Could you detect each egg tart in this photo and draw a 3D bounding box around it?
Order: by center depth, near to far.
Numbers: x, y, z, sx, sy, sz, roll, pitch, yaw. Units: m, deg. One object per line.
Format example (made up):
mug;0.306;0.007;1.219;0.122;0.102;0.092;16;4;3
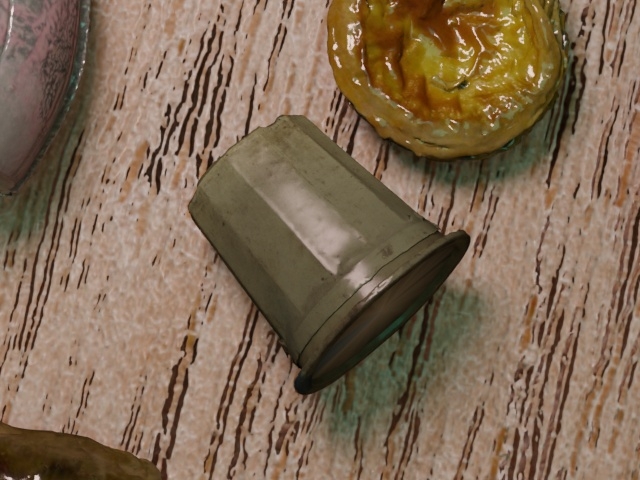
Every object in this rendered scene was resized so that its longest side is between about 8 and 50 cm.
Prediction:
egg tart;0.123;-0.190;1.444;0.241;0.106;0.241;0;85;-1

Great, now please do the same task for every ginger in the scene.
ginger;-0.272;0.220;1.366;0.263;0.109;0.116;18;80;-1

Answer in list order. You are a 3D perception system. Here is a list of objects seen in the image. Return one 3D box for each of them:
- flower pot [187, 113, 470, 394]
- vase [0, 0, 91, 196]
flower pot;0.000;0.000;1.383;0.212;0.212;0.202;-39;73;-7
vase;-0.309;-0.273;1.370;0.250;0.250;0.445;14;78;-2
